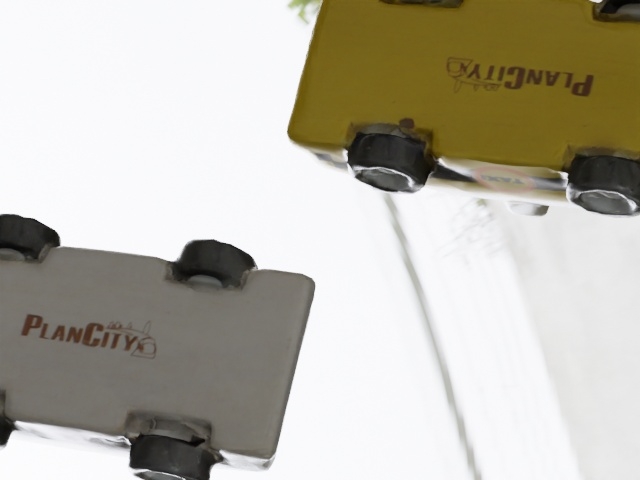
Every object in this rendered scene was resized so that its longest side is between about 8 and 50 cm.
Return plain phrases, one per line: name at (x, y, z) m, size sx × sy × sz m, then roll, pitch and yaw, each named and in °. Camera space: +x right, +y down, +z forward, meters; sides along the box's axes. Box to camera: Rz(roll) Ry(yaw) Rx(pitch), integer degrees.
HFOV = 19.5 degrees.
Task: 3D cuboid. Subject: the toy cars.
toy cars at (0.000, 0.000, 0.801) m, size 0.393 × 0.087 × 0.176 m, roll -31°, pitch -118°, yaw 2°
